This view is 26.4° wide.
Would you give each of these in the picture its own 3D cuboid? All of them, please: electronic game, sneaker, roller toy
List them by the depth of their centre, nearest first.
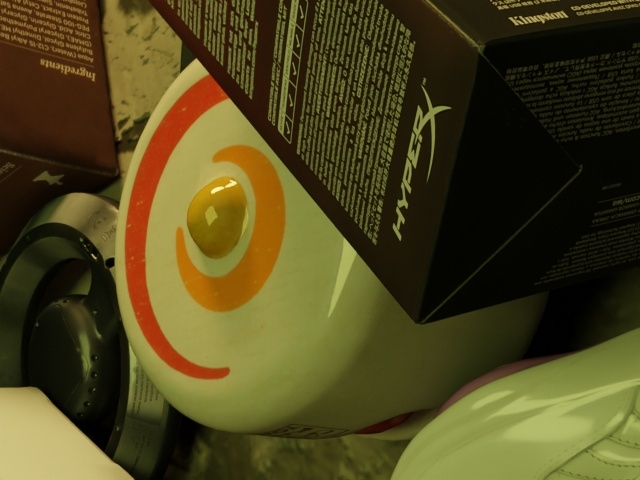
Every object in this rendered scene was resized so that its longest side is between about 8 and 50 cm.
[{"bbox_3d":[0.143,0.107,0.558,0.305,0.114,0.152,-34,61,37],"label":"sneaker"},{"bbox_3d":[0.000,0.000,0.644,0.209,0.146,0.191,46,116,41],"label":"roller toy"},{"bbox_3d":[-0.164,0.082,0.923,0.229,0.048,0.229,-2,87,49],"label":"electronic game"}]

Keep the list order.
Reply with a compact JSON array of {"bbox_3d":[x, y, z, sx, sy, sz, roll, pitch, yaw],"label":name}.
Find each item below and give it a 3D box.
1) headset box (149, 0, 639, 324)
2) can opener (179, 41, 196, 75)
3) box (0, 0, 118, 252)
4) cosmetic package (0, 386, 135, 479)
[{"bbox_3d":[0.061,-0.118,0.546,0.293,0.218,0.110,50,142,41],"label":"headset box"},{"bbox_3d":[-0.066,-0.054,0.846,0.073,0.059,0.186,-24,65,41],"label":"can opener"},{"bbox_3d":[-0.280,-0.192,1.040,0.191,0.143,0.381,-29,64,38],"label":"box"},{"bbox_3d":[-0.185,0.320,0.832,0.284,0.097,0.377,29,109,42],"label":"cosmetic package"}]
